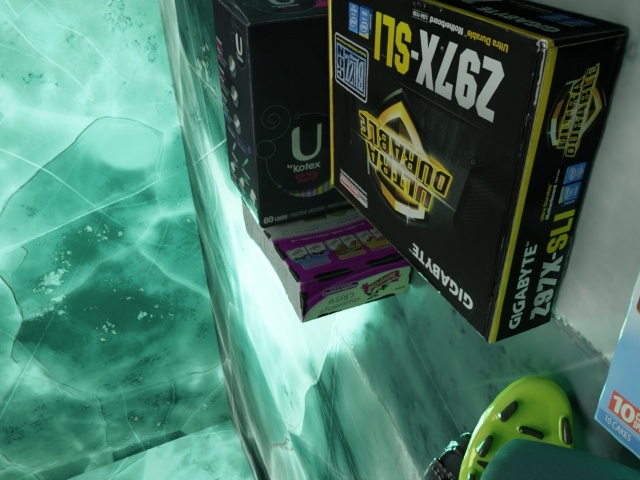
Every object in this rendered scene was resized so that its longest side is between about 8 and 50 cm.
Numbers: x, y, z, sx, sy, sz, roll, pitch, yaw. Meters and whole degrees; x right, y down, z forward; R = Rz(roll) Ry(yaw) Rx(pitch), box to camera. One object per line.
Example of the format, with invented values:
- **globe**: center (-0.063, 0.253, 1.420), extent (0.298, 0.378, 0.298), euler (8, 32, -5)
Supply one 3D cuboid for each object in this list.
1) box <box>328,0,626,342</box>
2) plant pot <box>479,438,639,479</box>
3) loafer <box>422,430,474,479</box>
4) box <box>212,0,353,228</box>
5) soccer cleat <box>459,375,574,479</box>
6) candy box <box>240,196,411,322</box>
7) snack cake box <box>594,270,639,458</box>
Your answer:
- **box**: center (0.107, -0.104, 0.545), extent (0.322, 0.079, 0.257), euler (-129, 32, -49)
- **plant pot**: center (0.210, 0.275, 0.321), extent (0.195, 0.290, 0.290), euler (-6, 101, 34)
- **loafer**: center (0.161, 0.364, 0.719), extent (0.109, 0.095, 0.303), euler (-127, 29, -46)
- **box**: center (-0.033, -0.175, 0.739), extent (0.143, 0.165, 0.270), euler (-126, 27, -46)
- **soccer cleat**: center (0.179, 0.258, 0.567), extent (0.121, 0.093, 0.289), euler (-41, -42, -72)
- **candy box**: center (0.000, 0.000, 0.793), extent (0.233, 0.159, 0.071), euler (-127, 30, -49)
- **snack cake box**: center (0.265, 0.099, 0.240), extent (0.264, 0.089, 0.152), euler (-132, 32, -52)
